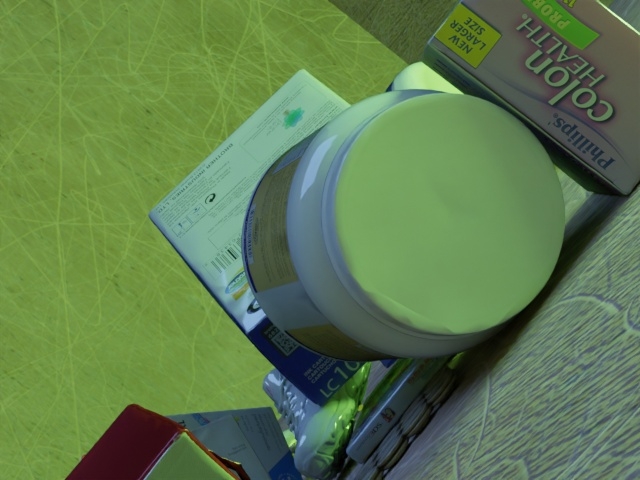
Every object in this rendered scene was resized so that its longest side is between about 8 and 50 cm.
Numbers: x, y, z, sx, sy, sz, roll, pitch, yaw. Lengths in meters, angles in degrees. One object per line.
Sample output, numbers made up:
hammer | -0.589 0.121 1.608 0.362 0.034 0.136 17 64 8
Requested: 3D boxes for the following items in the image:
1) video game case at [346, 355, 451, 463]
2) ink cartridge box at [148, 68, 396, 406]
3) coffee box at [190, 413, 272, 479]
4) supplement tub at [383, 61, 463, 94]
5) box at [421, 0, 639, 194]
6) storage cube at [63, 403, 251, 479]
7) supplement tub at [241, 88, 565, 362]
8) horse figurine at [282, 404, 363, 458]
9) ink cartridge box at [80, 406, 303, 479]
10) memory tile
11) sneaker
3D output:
video game case | 0.109 0.130 1.738 0.206 0.026 0.227 -52 0 11
ink cartridge box | 0.000 0.000 1.809 0.270 0.151 0.395 -44 33 -2
coffee box | -0.164 0.289 1.541 0.246 0.141 0.098 -21 -32 -22
supplement tub | 0.115 -0.045 2.093 0.325 0.235 0.235 -51 0 26
box | 0.210 -0.151 1.446 0.117 0.213 0.243 -52 0 4
storage cube | -0.107 0.248 1.114 0.215 0.183 0.193 -51 13 -12
supplement tub | 0.070 -0.008 1.480 0.241 0.241 0.331 -51 8 -13
horse figurine | -0.026 0.270 2.058 0.174 0.066 0.263 -44 3 42
ink cartridge box | -0.140 0.270 1.811 0.231 0.134 0.078 -1 -36 -39
memory tile | 0.078 0.178 1.489 0.148 0.012 0.113 -52 0 0
sneaker | -0.015 0.190 1.810 0.232 0.115 0.090 -67 -12 -64
